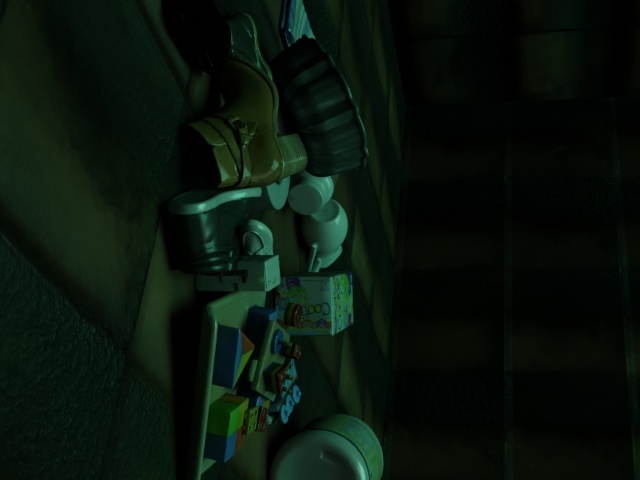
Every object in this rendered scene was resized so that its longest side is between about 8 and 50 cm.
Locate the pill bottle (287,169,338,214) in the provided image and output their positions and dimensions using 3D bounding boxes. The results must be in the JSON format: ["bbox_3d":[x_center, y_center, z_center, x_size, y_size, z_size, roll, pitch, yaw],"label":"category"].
[{"bbox_3d":[-0.019,-0.160,2.275,0.216,0.121,0.121,-73,158,-55],"label":"pill bottle"}]

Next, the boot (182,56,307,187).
[{"bbox_3d":[-0.172,-0.215,1.639,0.220,0.109,0.283,-17,74,-44],"label":"boot"}]

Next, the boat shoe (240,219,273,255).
[{"bbox_3d":[-0.136,0.030,1.897,0.184,0.066,0.063,89,7,-53],"label":"boat shoe"}]

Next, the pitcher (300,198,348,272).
[{"bbox_3d":[0.000,0.000,2.397,0.207,0.125,0.178,91,22,-54],"label":"pitcher"}]

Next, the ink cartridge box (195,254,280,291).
[{"bbox_3d":[-0.150,0.059,1.641,0.099,0.135,0.056,-30,119,-76],"label":"ink cartridge box"}]

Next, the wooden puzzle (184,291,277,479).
[{"bbox_3d":[-0.150,0.251,1.654,0.348,0.080,0.322,-33,131,-76],"label":"wooden puzzle"}]

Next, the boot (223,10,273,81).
[{"bbox_3d":[-0.162,-0.351,1.787,0.137,0.076,0.198,-48,123,-65],"label":"boot"}]

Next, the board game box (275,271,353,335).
[{"bbox_3d":[-0.012,0.153,2.240,0.275,0.144,0.142,-4,92,-78],"label":"board game box"}]

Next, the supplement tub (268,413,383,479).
[{"bbox_3d":[0.025,0.552,2.176,0.325,0.235,0.236,3,86,-78],"label":"supplement tub"}]

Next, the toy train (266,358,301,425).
[{"bbox_3d":[-0.101,0.338,1.996,0.184,0.080,0.105,-50,128,-68],"label":"toy train"}]

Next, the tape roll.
[{"bbox_3d":[-0.124,-0.174,1.918,0.219,0.072,0.219,0,90,-77],"label":"tape roll"}]

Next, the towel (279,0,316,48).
[{"bbox_3d":[-0.052,-0.533,2.347,0.285,0.034,0.209,68,24,-58],"label":"towel"}]

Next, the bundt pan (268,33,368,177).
[{"bbox_3d":[-0.027,-0.285,2.010,0.331,0.124,0.331,59,-12,22],"label":"bundt pan"}]

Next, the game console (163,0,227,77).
[{"bbox_3d":[-0.210,-0.488,1.613,0.213,0.043,0.362,59,32,-66],"label":"game console"}]

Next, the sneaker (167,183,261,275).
[{"bbox_3d":[-0.184,-0.020,1.593,0.296,0.104,0.147,-35,125,-68],"label":"sneaker"}]

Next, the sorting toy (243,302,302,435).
[{"bbox_3d":[-0.080,0.240,1.686,0.132,0.046,0.275,60,43,-67],"label":"sorting toy"}]
